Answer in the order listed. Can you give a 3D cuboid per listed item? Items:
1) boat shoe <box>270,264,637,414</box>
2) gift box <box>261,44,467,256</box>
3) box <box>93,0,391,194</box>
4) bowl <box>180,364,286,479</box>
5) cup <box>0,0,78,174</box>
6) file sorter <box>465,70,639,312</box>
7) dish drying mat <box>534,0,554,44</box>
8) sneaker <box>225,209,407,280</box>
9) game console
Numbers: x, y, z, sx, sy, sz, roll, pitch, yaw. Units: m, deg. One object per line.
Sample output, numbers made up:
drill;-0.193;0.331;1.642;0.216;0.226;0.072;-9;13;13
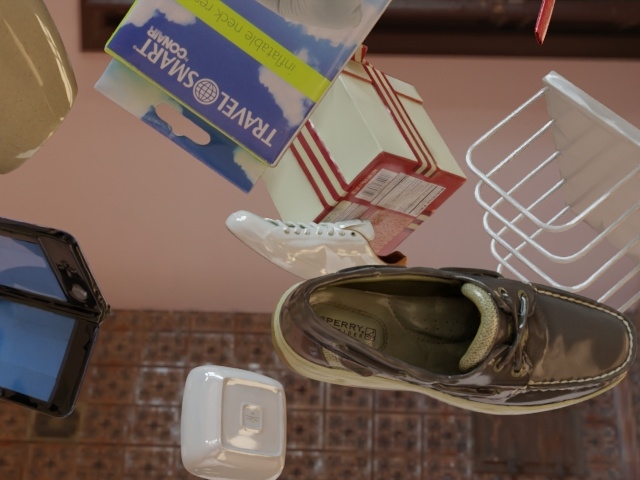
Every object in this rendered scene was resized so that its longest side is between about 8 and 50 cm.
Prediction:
boat shoe;0.085;0.056;0.608;0.073;0.223;0.080;129;147;-74
gift box;0.041;-0.151;1.682;0.276;0.255;0.258;19;-144;-48
box;-0.029;-0.124;0.550;0.178;0.109;0.042;-55;5;4
bowl;-0.098;0.222;1.288;0.053;0.142;0.142;-32;50;47
cup;-0.479;-0.228;1.449;0.237;0.331;0.331;43;-149;-29
file sorter;0.316;-0.030;1.341;0.193;0.173;0.278;45;169;38
dish drying mat;0.323;-0.324;1.518;0.032;0.008;0.083;48;-127;-48
sneaker;0.000;0.000;1.563;0.123;0.290;0.106;-62;24;6
game console;-0.495;0.106;1.635;0.173;0.293;0.250;-57;-35;-37
